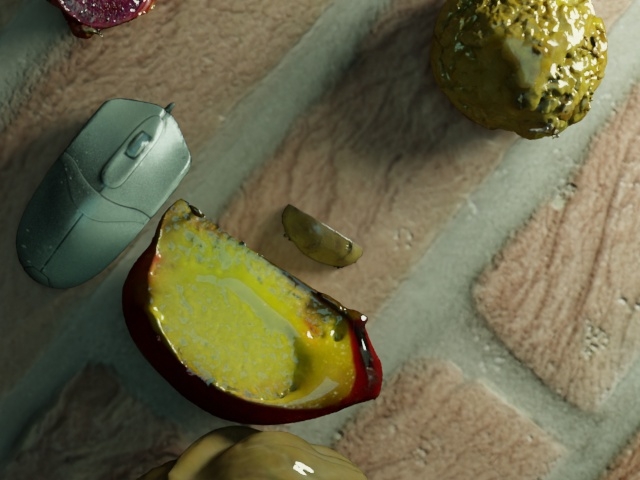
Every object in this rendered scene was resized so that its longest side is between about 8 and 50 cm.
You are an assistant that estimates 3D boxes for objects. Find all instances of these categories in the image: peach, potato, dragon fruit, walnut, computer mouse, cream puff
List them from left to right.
[{"bbox_3d":[-0.225,-0.259,1.831,0.126,0.068,0.112,-47,110,-17],"label":"dragon fruit"},{"bbox_3d":[-0.216,-0.050,1.824,0.113,0.068,0.229,37,86,-5],"label":"computer mouse"},{"bbox_3d":[-0.072,0.100,1.790,0.267,0.154,0.159,31,78,-3],"label":"peach"},{"bbox_3d":[-0.068,0.315,1.728,0.296,0.285,0.285,-21,91,29],"label":"walnut"},{"bbox_3d":[-0.001,0.000,1.858,0.093,0.036,0.037,32,83,-5],"label":"potato"},{"bbox_3d":[0.202,-0.190,1.834,0.189,0.129,0.189,0,88,-2],"label":"cream puff"}]
